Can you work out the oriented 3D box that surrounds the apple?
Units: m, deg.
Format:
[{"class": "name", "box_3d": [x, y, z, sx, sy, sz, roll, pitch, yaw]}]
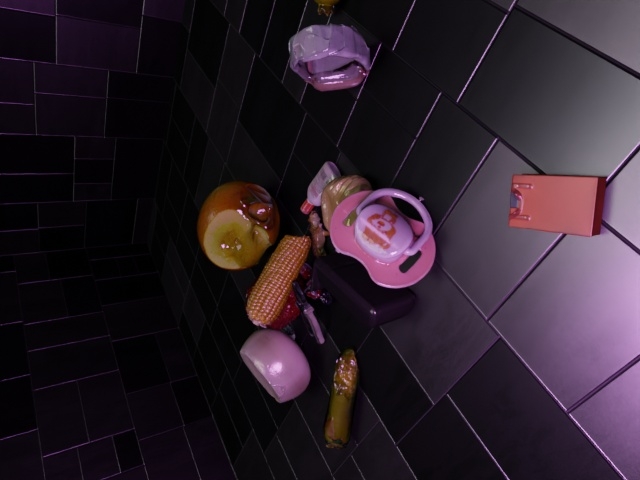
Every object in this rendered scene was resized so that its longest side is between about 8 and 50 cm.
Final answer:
[{"class": "apple", "box_3d": [-0.342, -0.067, 1.994, 0.374, 0.374, 0.384, -42, 57, 49]}]

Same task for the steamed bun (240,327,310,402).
[{"class": "steamed bun", "box_3d": [-0.178, 0.511, 1.939, 0.324, 0.206, 0.324, 43, 156, 24]}]

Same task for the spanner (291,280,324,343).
[{"class": "spanner", "box_3d": [-0.053, 0.280, 1.790, 0.095, 0.040, 0.325, 32, 149, 48]}]

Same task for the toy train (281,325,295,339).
[{"class": "toy train", "box_3d": [-0.146, 0.414, 2.065, 0.083, 0.033, 0.053, 23, 117, 51]}]

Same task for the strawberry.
[{"class": "strawberry", "box_3d": [-0.176, 0.245, 1.927, 0.274, 0.220, 0.274, -13, 60, 23]}]

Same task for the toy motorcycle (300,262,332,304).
[{"class": "toy motorcycle", "box_3d": [-0.036, 0.163, 1.795, 0.082, 0.122, 0.213, -43, 55, 12]}]

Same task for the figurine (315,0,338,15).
[{"class": "figurine", "box_3d": [0.045, -0.885, 1.524, 0.185, 0.127, 0.234, 8, 92, 46]}]

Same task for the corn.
[{"class": "corn", "box_3d": [-0.162, 0.142, 1.751, 0.144, 0.144, 0.387, 9, 71, 54]}]

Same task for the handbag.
[{"class": "handbag", "box_3d": [0.520, -0.083, 1.026, 0.190, 0.062, 0.127, 12, 105, 49]}]

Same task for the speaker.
[{"class": "speaker", "box_3d": [0.117, 0.179, 1.546, 0.388, 0.180, 0.184, 39, 133, 46]}]

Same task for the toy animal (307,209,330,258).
[{"class": "toy animal", "box_3d": [0.000, 0.000, 1.781, 0.099, 0.056, 0.241, -1, 96, 61]}]

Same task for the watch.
[{"class": "watch", "box_3d": [0.028, -0.582, 1.425, 0.241, 0.253, 0.162, 46, -145, -86]}]

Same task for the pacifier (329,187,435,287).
[{"class": "pacifier", "box_3d": [0.183, -0.002, 1.374, 0.332, 0.220, 0.273, 40, 131, 15]}]

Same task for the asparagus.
[{"class": "asparagus", "box_3d": [0.081, 0.587, 1.705, 0.108, 0.128, 0.382, 13, 108, 15]}]

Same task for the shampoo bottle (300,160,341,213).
[{"class": "shampoo bottle", "box_3d": [-0.005, -0.188, 1.726, 0.221, 0.051, 0.108, -52, 49, 34]}]

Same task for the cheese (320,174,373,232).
[{"class": "cheese", "box_3d": [0.102, -0.110, 1.571, 0.214, 0.117, 0.226, 10, 109, 50]}]
